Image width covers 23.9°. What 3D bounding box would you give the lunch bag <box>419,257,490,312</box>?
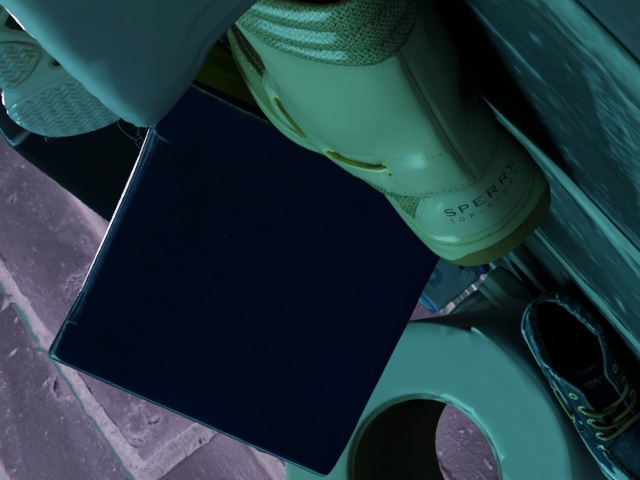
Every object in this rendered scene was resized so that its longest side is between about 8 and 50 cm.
[{"bbox_3d":[0.068,-0.037,1.484,0.219,0.090,0.176,50,180,-2],"label":"lunch bag"}]

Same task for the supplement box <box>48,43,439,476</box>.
[{"bbox_3d":[-0.043,-0.010,1.076,0.195,0.194,0.356,25,-170,-5],"label":"supplement box"}]

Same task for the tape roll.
[{"bbox_3d":[0.116,0.180,1.221,0.246,0.246,0.169,51,-159,18],"label":"tape roll"}]

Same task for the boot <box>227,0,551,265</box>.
[{"bbox_3d":[-0.006,-0.117,0.771,0.262,0.095,0.203,49,179,45],"label":"boot"}]

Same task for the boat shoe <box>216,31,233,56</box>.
[{"bbox_3d":[-0.123,-0.190,0.946,0.127,0.158,0.340,6,145,44],"label":"boat shoe"}]

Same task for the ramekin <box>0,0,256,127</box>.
[{"bbox_3d":[-0.080,-0.175,0.368,0.277,0.135,0.277,52,-179,-1],"label":"ramekin"}]

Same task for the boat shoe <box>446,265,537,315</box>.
[{"bbox_3d":[0.224,0.168,1.383,0.320,0.103,0.118,51,180,-20],"label":"boat shoe"}]

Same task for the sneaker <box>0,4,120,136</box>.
[{"bbox_3d":[-0.229,-0.245,1.139,0.366,0.137,0.210,84,169,-65],"label":"sneaker"}]

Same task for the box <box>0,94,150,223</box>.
[{"bbox_3d":[-0.192,-0.201,1.604,0.212,0.293,0.395,51,180,20],"label":"box"}]

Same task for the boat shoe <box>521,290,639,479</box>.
[{"bbox_3d":[0.202,0.116,1.068,0.183,0.065,0.083,53,-175,11],"label":"boat shoe"}]
